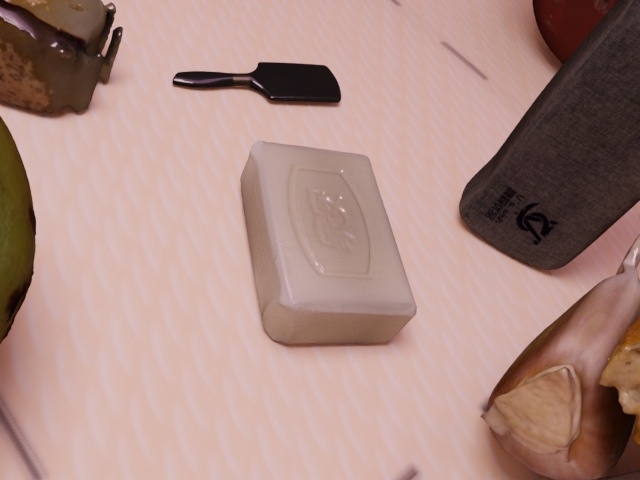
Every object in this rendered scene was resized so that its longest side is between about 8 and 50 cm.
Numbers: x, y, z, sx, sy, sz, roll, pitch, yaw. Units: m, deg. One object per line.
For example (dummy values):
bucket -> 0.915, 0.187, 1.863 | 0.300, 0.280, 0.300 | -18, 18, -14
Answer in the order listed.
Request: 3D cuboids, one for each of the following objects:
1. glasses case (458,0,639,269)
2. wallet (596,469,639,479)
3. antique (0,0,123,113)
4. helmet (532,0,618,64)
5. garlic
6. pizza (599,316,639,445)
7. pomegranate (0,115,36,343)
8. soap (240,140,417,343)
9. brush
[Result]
glasses case -> 0.258, -0.102, 0.605 | 0.131, 0.323, 0.074 | 32, 45, 1
wallet -> 0.205, 0.230, 0.502 | 0.190, 0.033, 0.095 | -5, 55, -25
antique -> -0.327, -0.221, 0.604 | 0.284, 0.150, 0.125 | 23, 45, -14
helmet -> 0.436, -0.335, 0.941 | 0.385, 0.230, 0.337 | -18, 58, -23
garlic -> 0.219, 0.090, 0.545 | 0.128, 0.148, 0.266 | 45, 48, -2
pizza -> 0.355, 0.237, 0.482 | 0.440, 0.130, 0.405 | 13, 60, -37
pomegranate -> -0.285, 0.024, 0.310 | 0.291, 0.290, 0.323 | -2, 53, -24
soap -> 0.000, 0.000, 0.591 | 0.122, 0.063, 0.183 | 4, 51, -23
brush -> -0.069, -0.177, 0.744 | 0.194, 0.016, 0.062 | -2, 52, -25
